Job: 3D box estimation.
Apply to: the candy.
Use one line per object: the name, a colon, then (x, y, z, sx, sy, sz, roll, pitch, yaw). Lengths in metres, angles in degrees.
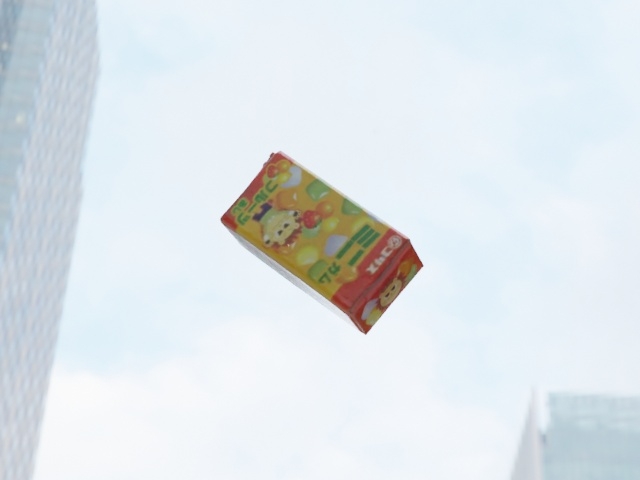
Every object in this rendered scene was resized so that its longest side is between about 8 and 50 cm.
candy: (0.000, 0.000, 1.055, 0.122, 0.062, 0.038, 35, -11, 30)
